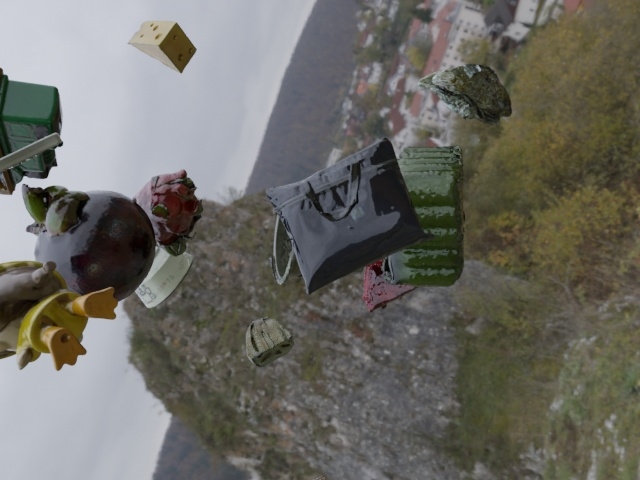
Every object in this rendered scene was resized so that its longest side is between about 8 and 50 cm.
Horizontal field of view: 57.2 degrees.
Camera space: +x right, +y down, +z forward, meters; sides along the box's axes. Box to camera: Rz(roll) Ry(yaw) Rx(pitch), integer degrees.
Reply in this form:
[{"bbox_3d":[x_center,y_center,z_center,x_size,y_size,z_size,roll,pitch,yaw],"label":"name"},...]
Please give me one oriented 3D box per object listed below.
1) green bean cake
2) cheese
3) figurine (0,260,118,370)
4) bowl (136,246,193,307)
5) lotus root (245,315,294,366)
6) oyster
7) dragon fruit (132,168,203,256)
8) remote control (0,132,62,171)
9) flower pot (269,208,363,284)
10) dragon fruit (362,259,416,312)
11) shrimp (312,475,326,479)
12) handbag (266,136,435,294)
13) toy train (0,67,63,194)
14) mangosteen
[{"bbox_3d":[0.267,-0.071,1.527,0.335,0.218,0.318,-60,-33,-66],"label":"green bean cake"},{"bbox_3d":[-0.470,-0.577,1.694,0.093,0.171,0.126,-61,-24,-10],"label":"cheese"},{"bbox_3d":[-0.537,0.137,1.107,0.215,0.344,0.187,-41,-56,-46],"label":"figurine"},{"bbox_3d":[-0.571,0.107,2.059,0.238,0.126,0.237,-37,23,18],"label":"bowl"},{"bbox_3d":[-0.160,0.299,1.754,0.144,0.143,0.070,-124,16,-48],"label":"lotus root"},{"bbox_3d":[0.447,-0.450,1.781,0.158,0.351,0.162,-54,42,42],"label":"oyster"},{"bbox_3d":[-0.416,-0.076,1.690,0.198,0.200,0.269,-94,-18,-49],"label":"dragon fruit"},{"bbox_3d":[-0.651,-0.180,1.265,0.190,0.029,0.088,-37,23,-28],"label":"remote control"},{"bbox_3d":[0.000,0.000,1.722,0.290,0.259,0.290,-173,90,-75],"label":"flower pot"},{"bbox_3d":[0.240,0.080,1.844,0.262,0.211,0.134,-29,-3,30],"label":"dragon fruit"},{"bbox_3d":[-0.056,0.758,1.665,0.236,0.053,0.133,-45,17,16],"label":"shrimp"},{"bbox_3d":[0.049,-0.047,1.070,0.089,0.254,0.211,1,-115,-82],"label":"handbag"},{"bbox_3d":[-0.786,-0.275,1.501,0.429,0.249,0.178,120,148,-58],"label":"toy train"},{"bbox_3d":[-0.591,0.008,1.464,0.306,0.360,0.305,-22,54,33],"label":"mangosteen"}]
